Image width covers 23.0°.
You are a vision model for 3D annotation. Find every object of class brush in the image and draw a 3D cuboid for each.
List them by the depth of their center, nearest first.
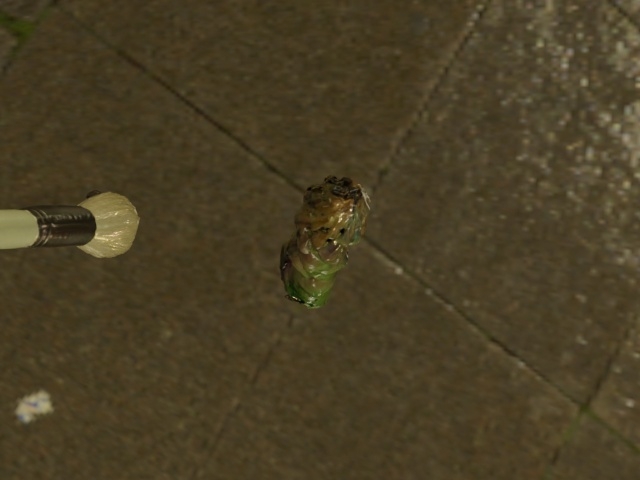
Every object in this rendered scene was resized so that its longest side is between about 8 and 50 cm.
[{"bbox_3d":[-0.176,-0.010,0.895,0.042,0.039,0.299,-63,163,8],"label":"brush"}]

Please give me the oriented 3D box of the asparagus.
[{"bbox_3d":[0.001,0.000,0.686,0.030,0.165,0.036,15,78,-3],"label":"asparagus"}]
